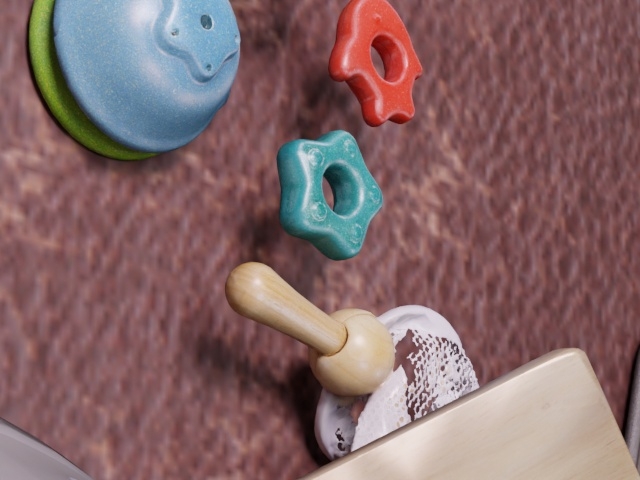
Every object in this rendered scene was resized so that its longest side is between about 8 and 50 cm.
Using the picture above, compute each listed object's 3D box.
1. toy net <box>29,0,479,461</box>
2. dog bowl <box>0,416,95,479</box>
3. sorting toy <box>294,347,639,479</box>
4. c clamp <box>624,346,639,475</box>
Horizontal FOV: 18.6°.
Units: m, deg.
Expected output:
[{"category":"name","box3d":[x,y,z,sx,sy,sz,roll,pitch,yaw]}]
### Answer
[{"category":"toy net","box3d":[0.000,0.000,0.634,0.122,0.045,0.232,-36,106,-45]},{"category":"dog bowl","box3d":[-0.102,0.202,0.361,0.348,0.102,0.349,-10,104,-45]},{"category":"sorting toy","box3d":[0.048,0.114,0.580,0.274,0.046,0.132,-25,94,-14]},{"category":"c clamp","box3d":[0.167,0.100,0.779,0.137,0.022,0.161,40,54,-30]}]
